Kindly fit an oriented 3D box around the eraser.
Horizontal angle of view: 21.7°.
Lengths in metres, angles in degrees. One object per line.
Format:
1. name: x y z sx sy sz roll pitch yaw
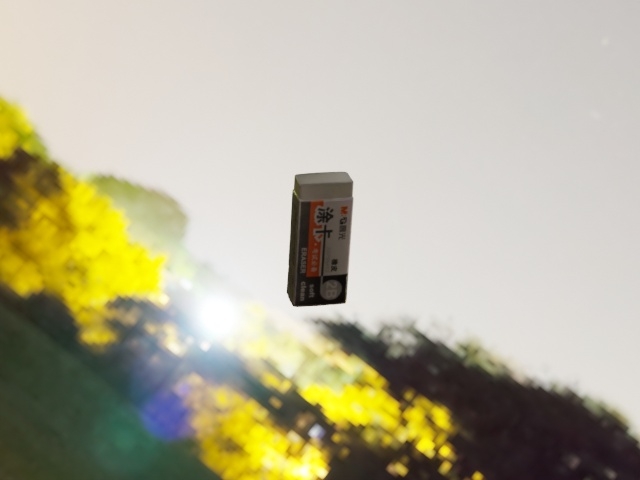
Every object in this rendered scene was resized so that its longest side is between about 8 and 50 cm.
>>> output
1. eraser: 0.000 0.000 1.481 0.029 0.052 0.122 -123 -148 -61
